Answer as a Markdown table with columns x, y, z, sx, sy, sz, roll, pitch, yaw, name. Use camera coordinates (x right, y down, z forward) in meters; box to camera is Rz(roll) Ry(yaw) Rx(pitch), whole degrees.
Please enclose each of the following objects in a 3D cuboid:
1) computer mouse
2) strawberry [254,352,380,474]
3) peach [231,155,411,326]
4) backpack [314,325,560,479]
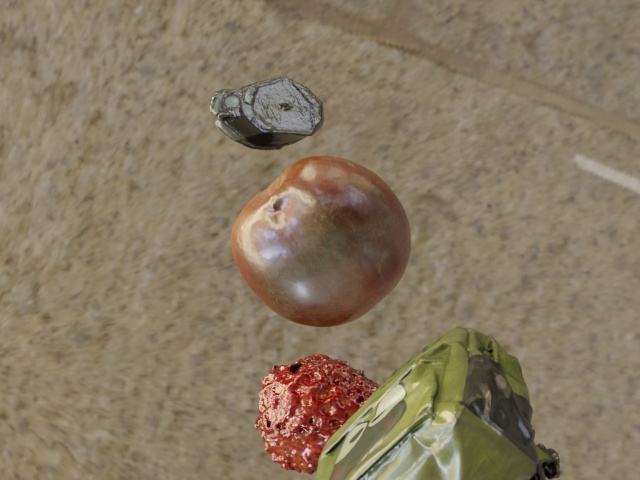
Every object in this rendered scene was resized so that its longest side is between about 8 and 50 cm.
| x | y | z | sx | sy | sz | roll | pitch | yaw | name |
| --- | --- | --- | --- | --- | --- | --- | --- | --- | --- |
| -0.079 | -0.181 | 1.900 | 0.192 | 0.062 | 0.105 | -10 | 68 | -34 | computer mouse |
| 0.007 | 0.252 | 1.953 | 0.236 | 0.111 | 0.190 | 5 | 67 | 25 | strawberry |
| 0.000 | 0.000 | 1.860 | 0.252 | 0.252 | 0.252 | 2 | 84 | -16 | peach |
| 0.092 | 0.175 | 1.056 | 0.140 | 0.253 | 0.207 | 43 | 110 | -5 | backpack |
